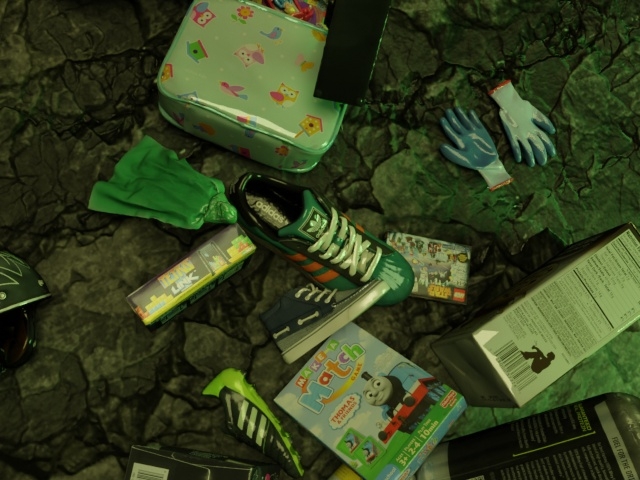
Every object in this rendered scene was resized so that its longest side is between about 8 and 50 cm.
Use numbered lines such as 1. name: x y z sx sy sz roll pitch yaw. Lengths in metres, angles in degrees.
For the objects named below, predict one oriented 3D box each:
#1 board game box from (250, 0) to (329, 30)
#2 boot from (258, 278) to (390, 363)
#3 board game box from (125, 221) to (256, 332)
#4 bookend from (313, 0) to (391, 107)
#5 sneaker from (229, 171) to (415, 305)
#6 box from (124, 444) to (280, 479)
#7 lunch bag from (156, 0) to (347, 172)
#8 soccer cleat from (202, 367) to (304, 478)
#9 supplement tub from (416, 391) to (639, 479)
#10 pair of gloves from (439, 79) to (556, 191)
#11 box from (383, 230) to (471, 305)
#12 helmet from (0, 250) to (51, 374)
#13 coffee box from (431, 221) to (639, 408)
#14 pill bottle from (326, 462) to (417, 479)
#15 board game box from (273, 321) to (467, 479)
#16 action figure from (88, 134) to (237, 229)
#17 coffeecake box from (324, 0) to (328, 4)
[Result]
1. board game box: -0.054 -0.386 1.096 0.169 0.033 0.133 19 75 -6
2. boot: 0.000 0.089 0.939 0.190 0.069 0.086 -37 82 18
3. board game box: -0.174 0.054 0.915 0.170 0.141 0.048 -36 85 -16
4. bookend: 0.034 -0.291 0.955 0.072 0.157 0.156 10 116 -12
5. sneaker: 0.000 0.000 0.958 0.302 0.121 0.108 28 78 3
6. box: -0.160 0.386 0.821 0.163 0.142 0.247 6 74 13
7. lunch bag: -0.086 -0.240 1.016 0.279 0.108 0.224 20 68 -7
8. soccer cleat: -0.091 0.258 0.929 0.072 0.060 0.179 -37 79 -6
9. supplement tub: 0.308 0.316 0.841 0.338 0.207 0.207 -22 80 16
10. pair of gloves: 0.289 -0.170 1.112 0.198 0.023 0.159 -30 82 -16
11. box: 0.159 0.043 1.035 0.137 0.027 0.094 10 76 -8
12. helmet: -0.432 0.090 0.850 0.169 0.169 0.161 9 93 -8
13. coffee box: 0.330 0.110 0.977 0.297 0.168 0.119 -31 84 -16
14. pill bottle: 0.039 0.362 0.899 0.103 0.103 0.184 45 74 2
15. board game box: 0.062 0.219 0.911 0.211 0.039 0.160 30 69 38
16. action figure: -0.199 -0.062 0.917 0.232 0.063 0.137 20 73 36
17. coffeecake box: 0.035 -0.466 1.104 0.185 0.068 0.142 42 65 1
